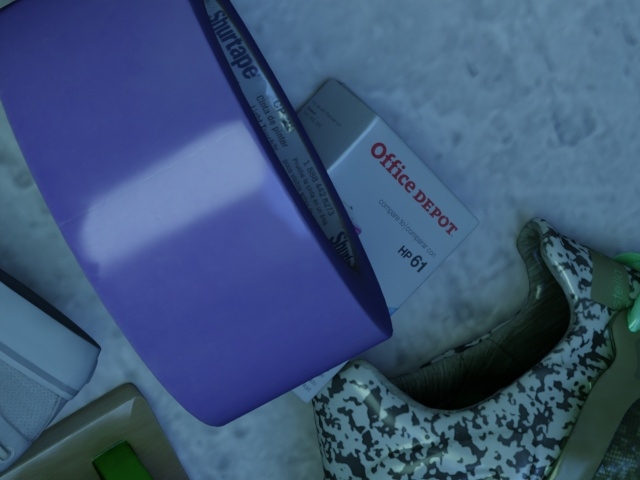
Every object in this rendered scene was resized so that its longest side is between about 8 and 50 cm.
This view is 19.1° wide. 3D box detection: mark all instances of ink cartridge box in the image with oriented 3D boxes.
[{"bbox_3d":[0.000,0.000,0.888,0.122,0.052,0.088,-47,126,-1],"label":"ink cartridge box"}]

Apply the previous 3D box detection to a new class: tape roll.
[{"bbox_3d":[-0.049,-0.027,0.756,0.080,0.189,0.189,-27,126,6],"label":"tape roll"}]

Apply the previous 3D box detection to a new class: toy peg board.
[{"bbox_3d":[-0.115,0.182,0.905,0.161,0.079,0.160,-31,125,-10],"label":"toy peg board"}]

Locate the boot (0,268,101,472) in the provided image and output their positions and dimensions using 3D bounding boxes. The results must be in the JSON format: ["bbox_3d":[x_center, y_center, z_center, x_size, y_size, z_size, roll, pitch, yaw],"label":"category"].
[{"bbox_3d":[-0.209,0.031,0.765,0.123,0.095,0.258,-52,127,-4],"label":"boot"}]

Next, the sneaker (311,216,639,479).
[{"bbox_3d":[0.168,0.066,0.969,0.410,0.158,0.182,-22,105,-22],"label":"sneaker"}]
